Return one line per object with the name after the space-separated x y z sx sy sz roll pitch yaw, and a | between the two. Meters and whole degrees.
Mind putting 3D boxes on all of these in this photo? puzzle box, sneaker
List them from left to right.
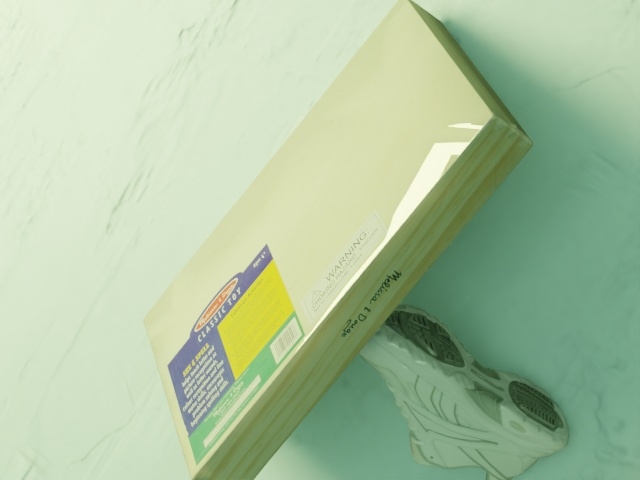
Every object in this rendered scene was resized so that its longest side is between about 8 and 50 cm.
0.000 0.000 1.646 0.409 0.052 0.272 -50 29 15 | puzzle box
0.100 0.145 1.641 0.232 0.090 0.115 35 115 -11 | sneaker
